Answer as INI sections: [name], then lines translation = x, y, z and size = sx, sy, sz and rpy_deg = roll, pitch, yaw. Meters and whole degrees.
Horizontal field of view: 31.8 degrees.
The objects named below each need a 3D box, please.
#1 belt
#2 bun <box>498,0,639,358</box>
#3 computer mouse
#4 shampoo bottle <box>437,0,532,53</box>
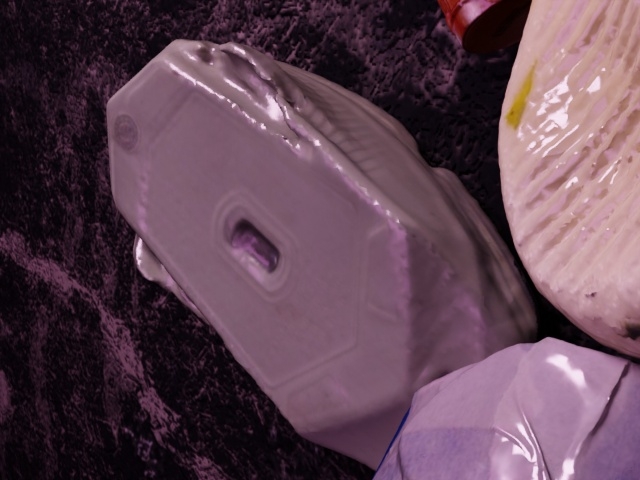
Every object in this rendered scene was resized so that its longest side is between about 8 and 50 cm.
[belt]
translation = 0.120, 0.187, 0.647
size = 0.212, 0.117, 0.347
rpy_deg = 30, 150, 6
[bun]
translation = 0.204, -0.075, 0.539
size = 0.259, 0.160, 0.259
rpy_deg = -172, 90, -67
[computer mouse]
translation = 0.004, 0.001, 0.859
size = 0.429, 0.145, 0.228
rpy_deg = 44, 125, 24
[shampoo bottle]
translation = 0.062, -0.274, 0.765
size = 0.118, 0.076, 0.314
rpy_deg = -45, 62, 45
